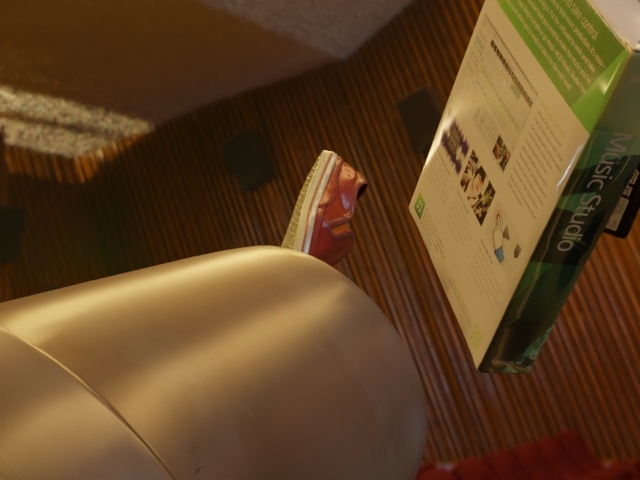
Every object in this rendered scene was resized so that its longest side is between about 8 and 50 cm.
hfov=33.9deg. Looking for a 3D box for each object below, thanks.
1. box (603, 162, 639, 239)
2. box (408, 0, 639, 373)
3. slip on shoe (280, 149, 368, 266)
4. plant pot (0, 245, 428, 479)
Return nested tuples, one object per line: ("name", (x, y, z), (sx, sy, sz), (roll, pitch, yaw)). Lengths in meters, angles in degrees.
("box", (0.426, -0.118, 1.446), (0.147, 0.077, 0.180), (-53, -19, -51))
("box", (0.174, -0.079, 0.894), (0.058, 0.232, 0.322), (2, -50, -17))
("slip on shoe", (0.000, 0.000, 1.573), (0.101, 0.331, 0.123), (26, -42, -7))
("plant pot", (-0.092, 0.141, 0.590), (0.280, 0.323, 0.323), (-36, 0, -44))
